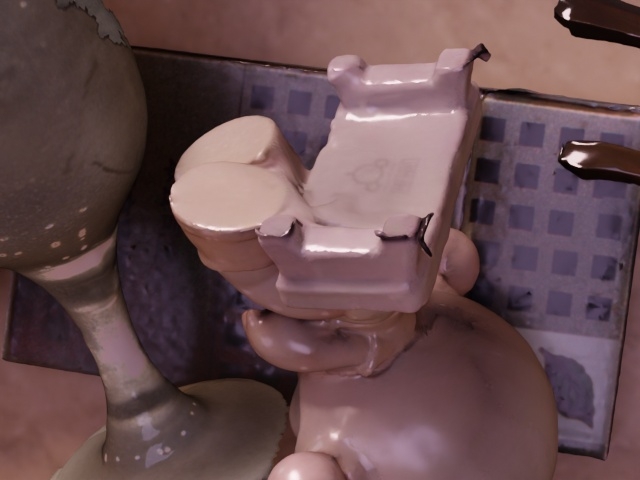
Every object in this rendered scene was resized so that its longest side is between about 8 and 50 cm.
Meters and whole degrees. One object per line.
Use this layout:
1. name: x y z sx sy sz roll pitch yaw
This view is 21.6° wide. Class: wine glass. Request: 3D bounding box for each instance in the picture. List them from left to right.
1. wine glass: -0.126 -0.011 0.749 0.143 0.143 0.321 -17 117 10

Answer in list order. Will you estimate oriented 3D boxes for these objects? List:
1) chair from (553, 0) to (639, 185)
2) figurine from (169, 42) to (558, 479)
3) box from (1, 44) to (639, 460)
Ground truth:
1. chair: 0.281 -0.084 0.736 0.319 0.160 0.186 19 68 18
2. figurine: 0.041 0.051 0.763 0.144 0.182 0.257 -16 127 8
3. box: 0.001 -0.001 0.881 0.325 0.047 0.180 8 94 10
